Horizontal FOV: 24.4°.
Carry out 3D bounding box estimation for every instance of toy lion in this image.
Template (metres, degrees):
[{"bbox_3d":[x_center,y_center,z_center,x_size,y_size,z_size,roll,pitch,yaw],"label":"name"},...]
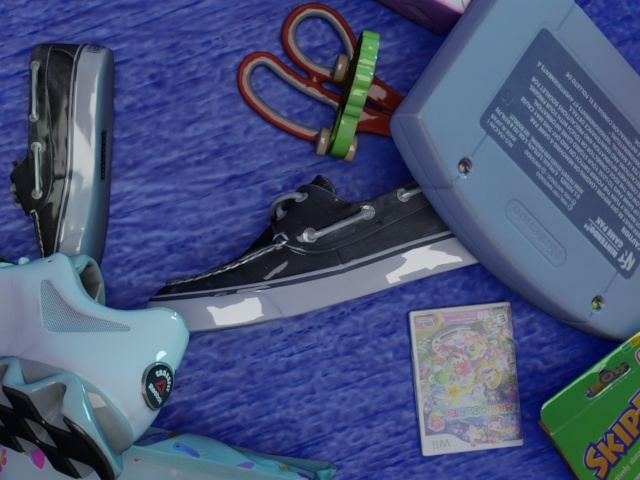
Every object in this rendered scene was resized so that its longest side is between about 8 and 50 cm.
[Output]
[{"bbox_3d":[0.026,-0.115,1.171,0.034,0.096,0.100,14,88,-6],"label":"toy lion"}]

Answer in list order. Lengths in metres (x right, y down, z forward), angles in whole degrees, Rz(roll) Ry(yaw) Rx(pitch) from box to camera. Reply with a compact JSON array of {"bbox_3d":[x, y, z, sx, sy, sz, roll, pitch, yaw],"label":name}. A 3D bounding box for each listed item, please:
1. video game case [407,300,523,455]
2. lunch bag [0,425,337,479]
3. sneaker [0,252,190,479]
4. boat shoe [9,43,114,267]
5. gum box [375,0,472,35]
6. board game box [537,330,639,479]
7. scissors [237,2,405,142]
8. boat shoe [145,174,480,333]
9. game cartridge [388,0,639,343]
[{"bbox_3d":[0.122,0.115,1.241,0.087,0.011,0.122,-5,90,-7],"label":"video game case"},{"bbox_3d":[-0.138,0.254,1.131,0.262,0.160,0.223,10,89,7],"label":"lunch bag"},{"bbox_3d":[-0.237,0.067,1.111,0.331,0.122,0.146,17,54,30],"label":"sneaker"},{"bbox_3d":[-0.207,-0.047,1.176,0.070,0.078,0.219,4,88,5],"label":"boat shoe"},{"bbox_3d":[0.037,-0.240,1.186,0.188,0.107,0.062,27,86,-6],"label":"gum box"},{"bbox_3d":[0.281,0.194,1.213,0.124,0.039,0.259,-36,113,-6],"label":"board game box"},{"bbox_3d":[0.072,-0.089,1.236,0.297,0.021,0.109,32,84,-7],"label":"scissors"},{"bbox_3d":[0.000,0.000,1.181,0.301,0.108,0.102,-15,91,-9],"label":"boat shoe"},{"bbox_3d":[0.189,-0.057,1.170,0.294,0.060,0.196,43,69,-26],"label":"game cartridge"}]
